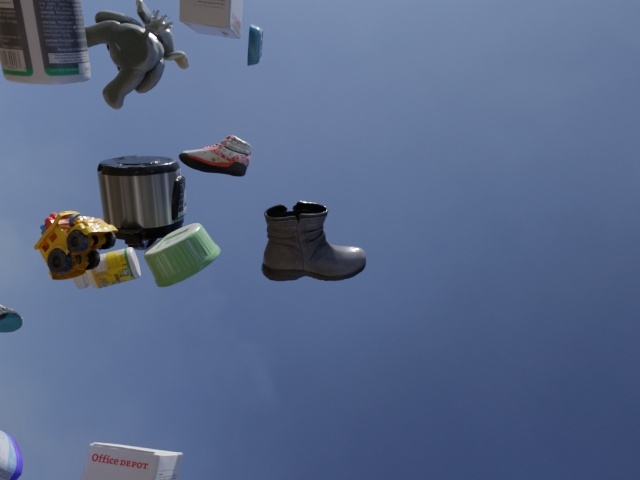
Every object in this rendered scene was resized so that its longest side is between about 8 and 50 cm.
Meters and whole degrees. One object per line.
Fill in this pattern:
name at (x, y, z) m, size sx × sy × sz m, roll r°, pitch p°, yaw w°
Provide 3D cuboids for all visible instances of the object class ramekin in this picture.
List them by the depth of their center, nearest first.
ramekin at (-0.592, 0.053, 2.113) m, size 0.303 × 0.303 × 0.148 m, roll -9°, pitch -65°, yaw 42°

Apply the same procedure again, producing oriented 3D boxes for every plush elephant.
plush elephant at (-0.584, -0.629, 1.631) m, size 0.330 × 0.255 × 0.272 m, roll -28°, pitch -76°, yaw 13°

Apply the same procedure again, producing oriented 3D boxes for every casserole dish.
casserole dish at (-0.190, -0.573, 1.467) m, size 0.037 × 0.188 × 0.114 m, roll 5°, pitch -67°, yaw -5°

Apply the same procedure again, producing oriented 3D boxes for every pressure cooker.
pressure cooker at (-0.824, -0.169, 2.329) m, size 0.376 × 0.370 × 0.420 m, roll 15°, pitch -68°, yaw 40°

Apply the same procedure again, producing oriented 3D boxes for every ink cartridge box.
ink cartridge box at (-0.386, 0.533, 0.984) m, size 0.172 × 0.100 × 0.237 m, roll -1°, pitch -111°, yaw 18°
ink cartridge box at (-0.267, -0.691, 1.267) m, size 0.129 × 0.223 × 0.307 m, roll 5°, pitch -75°, yaw -3°

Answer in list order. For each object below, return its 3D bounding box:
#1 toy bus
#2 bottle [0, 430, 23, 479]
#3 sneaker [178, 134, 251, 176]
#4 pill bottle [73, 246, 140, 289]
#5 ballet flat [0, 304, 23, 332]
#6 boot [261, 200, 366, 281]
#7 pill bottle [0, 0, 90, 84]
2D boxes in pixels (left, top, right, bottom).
toy bus at (-0.777, -0.018, 1.558) m, size 0.220 × 0.149 × 0.211 m, roll -44°, pitch -102°, yaw 17°
bottle at (-0.643, 0.362, 0.881) m, size 0.118 × 0.092 × 0.283 m, roll 46°, pitch -22°, yaw 33°
sneaker at (-0.403, -0.342, 1.951) m, size 0.270 × 0.090 × 0.145 m, roll 11°, pitch -114°, yaw 6°
pill bottle at (-0.760, 0.104, 1.777) m, size 0.117 × 0.208 × 0.117 m, roll 165°, pitch -90°, yaw -77°
ballet flat at (-0.942, 0.209, 1.427) m, size 0.077 × 0.091 × 0.241 m, roll 53°, pitch -9°, yaw 13°
boot at (0.000, 0.000, 1.426) m, size 0.118 × 0.338 × 0.222 m, roll -127°, pitch -141°, yaw -48°
pill bottle at (-0.687, -0.574, 1.210) m, size 0.204 × 0.204 × 0.361 m, roll 23°, pitch -59°, yaw 36°
